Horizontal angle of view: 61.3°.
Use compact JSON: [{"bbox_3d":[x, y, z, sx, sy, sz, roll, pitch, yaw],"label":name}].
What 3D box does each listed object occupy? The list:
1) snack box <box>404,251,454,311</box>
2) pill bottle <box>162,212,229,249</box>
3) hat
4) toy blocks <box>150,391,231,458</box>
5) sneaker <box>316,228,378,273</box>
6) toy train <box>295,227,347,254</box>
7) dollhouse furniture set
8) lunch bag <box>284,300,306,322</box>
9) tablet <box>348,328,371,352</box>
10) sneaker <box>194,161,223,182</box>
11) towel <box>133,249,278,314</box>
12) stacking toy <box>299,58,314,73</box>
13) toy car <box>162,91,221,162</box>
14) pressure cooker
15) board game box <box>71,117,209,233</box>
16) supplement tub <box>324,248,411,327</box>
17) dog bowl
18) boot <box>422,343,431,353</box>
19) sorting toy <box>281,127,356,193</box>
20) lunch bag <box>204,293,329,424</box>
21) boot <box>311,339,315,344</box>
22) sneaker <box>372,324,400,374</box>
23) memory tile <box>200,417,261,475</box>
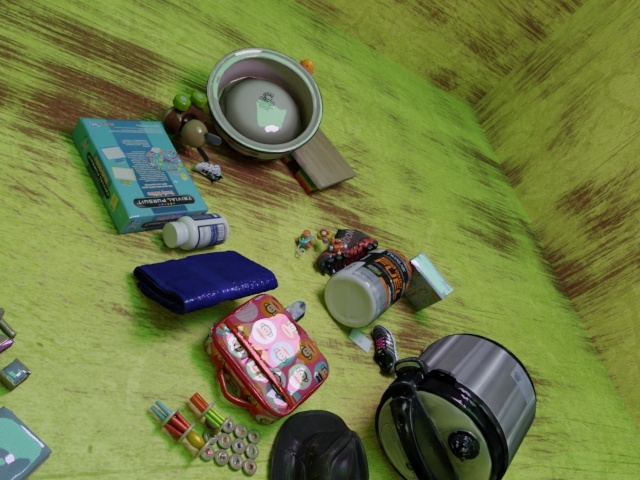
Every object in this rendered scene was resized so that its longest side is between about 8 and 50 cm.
[{"bbox_3d":[0.358,0.153,1.944,0.070,0.207,0.174,-36,85,-23],"label":"snack box"},{"bbox_3d":[-0.347,-0.024,1.503,0.169,0.094,0.094,-10,64,-49],"label":"pill bottle"},{"bbox_3d":[0.035,0.548,1.312,0.332,0.134,0.331,26,41,-25],"label":"hat"},{"bbox_3d":[-0.289,0.386,1.196,0.148,0.054,0.123,41,41,4],"label":"toy blocks"},{"bbox_3d":[0.072,0.030,1.876,0.276,0.097,0.135,-21,55,-41],"label":"sneaker"},{"bbox_3d":[0.000,0.000,1.791,0.167,0.046,0.125,-5,36,-6],"label":"toy train"},{"bbox_3d":[-0.553,0.294,0.908,0.303,0.198,0.286,46,36,-1],"label":"dollhouse furniture set"},{"bbox_3d":[-0.081,0.214,1.562,0.053,0.071,0.083,51,35,8],"label":"lunch bag"},{"bbox_3d":[0.128,0.318,1.729,0.083,0.006,0.054,40,37,-8],"label":"tablet"},{"bbox_3d":[-0.352,-0.212,1.724,0.098,0.038,0.069,-4,58,-46],"label":"sneaker"},{"bbox_3d":[-0.289,0.108,1.387,0.228,0.076,0.308,26,25,37],"label":"towel"},{"bbox_3d":[-0.121,-0.584,2.084,0.175,0.302,0.165,42,36,-5],"label":"stacking toy"},{"bbox_3d":[-0.390,-0.344,1.699,0.188,0.155,0.149,46,36,8],"label":"toy car"},{"bbox_3d":[0.355,0.483,1.472,0.370,0.375,0.420,29,32,25],"label":"pressure cooker"},{"bbox_3d":[-0.503,-0.188,1.515,0.254,0.079,0.336,-11,65,-50],"label":"board game box"},{"bbox_3d":[0.169,0.144,1.777,0.193,0.193,0.316,52,36,7],"label":"supplement tub"},{"bbox_3d":[-0.205,-0.461,1.898,0.409,0.150,0.407,6,71,-17],"label":"dog bowl"},{"bbox_3d":[0.433,0.422,1.799,0.077,0.165,0.213,19,45,-33],"label":"boot"},{"bbox_3d":[-0.024,-0.305,2.098,0.257,0.089,0.255,52,36,9],"label":"sorting toy"},{"bbox_3d":[-0.149,0.304,1.363,0.293,0.120,0.258,49,50,8],"label":"lunch bag"},{"bbox_3d":[-0.038,0.325,1.523,0.121,0.045,0.099,31,42,-10],"label":"boot"},{"bbox_3d":[0.202,0.349,1.725,0.075,0.063,0.170,10,54,-47],"label":"sneaker"},{"bbox_3d":[-0.205,0.469,1.246,0.148,0.012,0.113,29,39,-22],"label":"memory tile"}]
